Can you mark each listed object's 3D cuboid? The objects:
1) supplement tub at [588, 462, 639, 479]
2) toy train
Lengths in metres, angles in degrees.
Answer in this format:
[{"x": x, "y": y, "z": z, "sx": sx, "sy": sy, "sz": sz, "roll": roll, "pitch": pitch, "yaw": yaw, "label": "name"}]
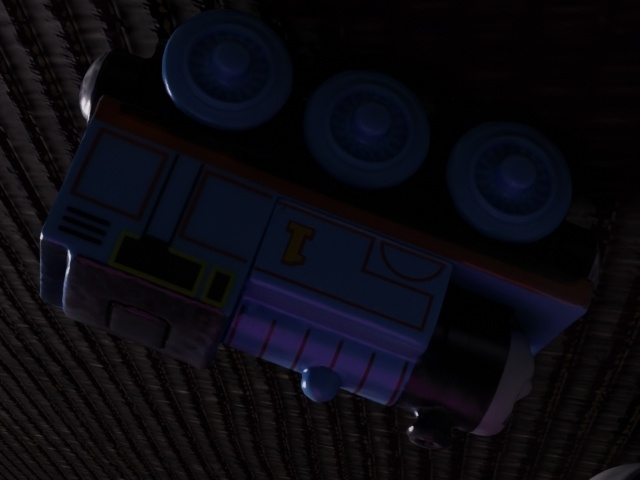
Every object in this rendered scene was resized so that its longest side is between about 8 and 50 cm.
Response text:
[{"x": 0.260, "y": 0.227, "z": 0.597, "sx": 0.316, "sy": 0.228, "sz": 0.228, "roll": 2, "pitch": 152, "yaw": 37, "label": "supplement tub"}, {"x": 0.000, "y": 0.000, "z": 0.450, "sx": 0.184, "sy": 0.105, "sz": 0.080, "roll": 22, "pitch": 158, "yaw": -4, "label": "toy train"}]
